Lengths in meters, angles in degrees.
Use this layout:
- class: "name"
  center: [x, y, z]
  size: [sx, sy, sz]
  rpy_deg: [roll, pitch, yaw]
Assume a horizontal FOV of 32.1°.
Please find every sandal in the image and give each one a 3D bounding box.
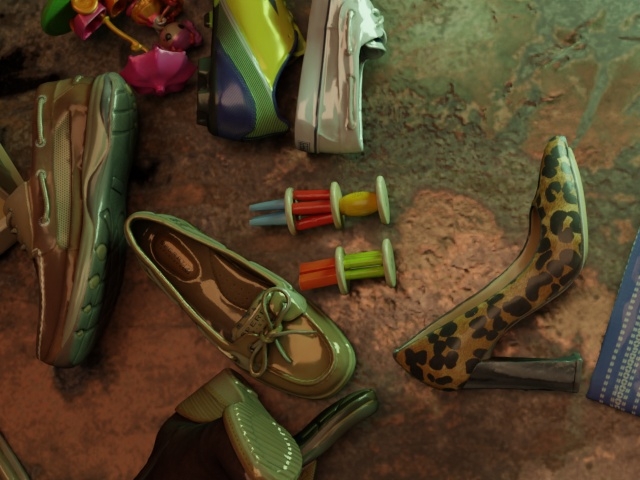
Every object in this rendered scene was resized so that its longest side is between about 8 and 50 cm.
- class: "sandal"
  center: [-0.023, 0.233, 1.128]
  size: [0.219, 0.090, 0.060]
  rpy_deg: [-36, 94, -5]

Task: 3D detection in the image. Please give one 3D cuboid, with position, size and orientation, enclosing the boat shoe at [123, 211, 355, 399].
- class: "boat shoe"
  center: [-0.092, 0.068, 1.164]
  size: [0.285, 0.089, 0.104]
  rpy_deg: [32, 86, 17]

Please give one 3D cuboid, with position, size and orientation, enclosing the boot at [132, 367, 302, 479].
- class: "boot"
  center: [-0.122, 0.245, 1.072]
  size: [0.090, 0.248, 0.207]
  rpy_deg: [38, 91, -19]

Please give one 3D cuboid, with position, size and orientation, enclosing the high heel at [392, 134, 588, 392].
- class: "high heel"
  center: [0.168, 0.022, 1.111]
  size: [0.186, 0.093, 0.261]
  rpy_deg: [2, 87, 7]

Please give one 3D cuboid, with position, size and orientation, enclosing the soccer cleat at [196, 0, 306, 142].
- class: "soccer cleat"
  center: [-0.071, -0.247, 1.241]
  size: [0.121, 0.093, 0.289]
  rpy_deg: [5, 77, -6]

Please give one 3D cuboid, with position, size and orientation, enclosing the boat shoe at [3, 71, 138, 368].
- class: "boat shoe"
  center: [-0.276, -0.024, 1.203]
  size: [0.116, 0.123, 0.324]
  rpy_deg: [5, 77, 5]

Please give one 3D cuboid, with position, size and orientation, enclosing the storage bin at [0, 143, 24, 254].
- class: "storage bin"
  center: [-0.498, -0.057, 1.266]
  size: [0.262, 0.123, 0.260]
  rpy_deg: [-36, 72, 2]

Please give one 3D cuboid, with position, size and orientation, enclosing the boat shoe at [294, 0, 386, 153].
- class: "boat shoe"
  center: [0.031, -0.218, 1.209]
  size: [0.084, 0.095, 0.258]
  rpy_deg: [8, 88, 7]

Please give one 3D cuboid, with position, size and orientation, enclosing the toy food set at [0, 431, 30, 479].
- class: "toy food set"
  center: [-0.396, 0.339, 1.170]
  size: [0.220, 0.092, 0.306]
  rpy_deg: [-38, 72, 2]

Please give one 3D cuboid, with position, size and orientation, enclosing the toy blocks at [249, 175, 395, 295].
- class: "toy blocks"
  center: [0.000, 0.000, 1.178]
  size: [0.148, 0.054, 0.123]
  rpy_deg: [-7, 76, 11]

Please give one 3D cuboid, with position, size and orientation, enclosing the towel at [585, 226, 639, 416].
- class: "towel"
  center: [0.449, 0.088, 1.048]
  size: [0.336, 0.040, 0.243]
  rpy_deg: [16, 83, 26]

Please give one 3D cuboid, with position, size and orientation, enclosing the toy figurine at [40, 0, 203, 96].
- class: "toy figurine"
  center: [-0.198, -0.240, 1.265]
  size: [0.159, 0.130, 0.173]
  rpy_deg: [45, 65, 4]
